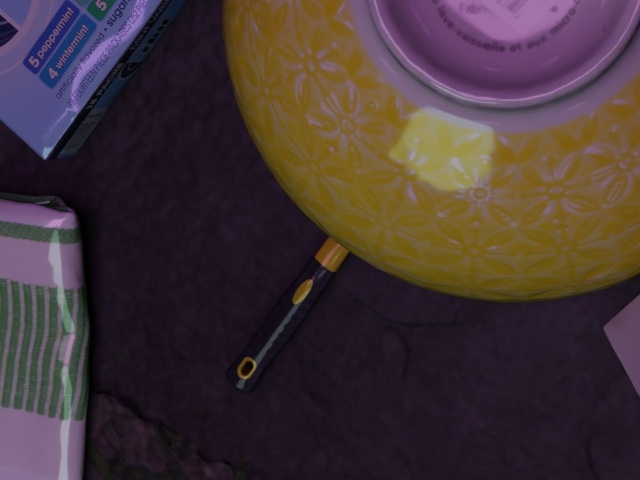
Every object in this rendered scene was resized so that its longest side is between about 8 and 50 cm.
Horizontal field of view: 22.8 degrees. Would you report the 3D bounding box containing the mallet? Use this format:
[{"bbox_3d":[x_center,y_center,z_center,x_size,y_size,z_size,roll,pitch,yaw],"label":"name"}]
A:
[{"bbox_3d":[0.000,0.000,0.836,0.062,0.039,0.190,46,112,6],"label":"mallet"}]

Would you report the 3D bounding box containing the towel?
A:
[{"bbox_3d":[-0.253,0.122,0.929,0.248,0.038,0.325,9,100,15],"label":"towel"}]

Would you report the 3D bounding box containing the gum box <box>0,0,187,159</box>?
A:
[{"bbox_3d":[-0.163,-0.162,0.859,0.184,0.041,0.157,41,107,8],"label":"gum box"}]

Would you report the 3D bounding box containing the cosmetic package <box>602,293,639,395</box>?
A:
[{"bbox_3d":[0.252,0.000,0.717,0.099,0.060,0.239,33,112,-32],"label":"cosmetic package"}]

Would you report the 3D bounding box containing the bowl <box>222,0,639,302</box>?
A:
[{"bbox_3d":[0.085,-0.112,0.703,0.289,0.156,0.289,0,91,9],"label":"bowl"}]
